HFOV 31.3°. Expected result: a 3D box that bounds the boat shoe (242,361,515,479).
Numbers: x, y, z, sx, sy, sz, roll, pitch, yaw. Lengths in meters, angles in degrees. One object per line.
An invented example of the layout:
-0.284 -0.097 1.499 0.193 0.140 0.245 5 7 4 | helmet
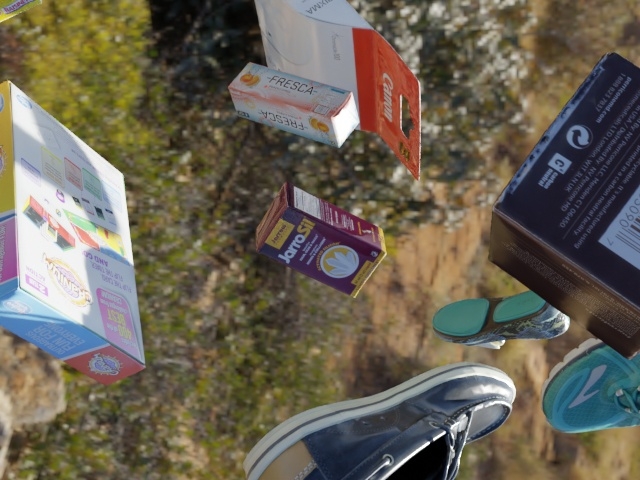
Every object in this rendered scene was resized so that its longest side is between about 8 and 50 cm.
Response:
0.115 0.288 1.547 0.500 0.156 0.187 -8 140 -48 | boat shoe

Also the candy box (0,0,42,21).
-0.381 -0.325 1.328 0.027 0.105 0.206 63 8 -51 | candy box

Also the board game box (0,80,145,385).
-0.325 -0.008 1.409 0.242 0.064 0.317 44 26 -49 | board game box

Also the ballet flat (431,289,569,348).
0.214 0.101 1.348 0.070 0.188 0.070 8 77 -38 | ballet flat

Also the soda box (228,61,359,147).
-0.038 -0.193 1.614 0.058 0.183 0.063 -52 147 -28 | soda box

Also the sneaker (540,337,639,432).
0.360 0.147 1.163 0.110 0.275 0.107 -73 146 -63 | sneaker

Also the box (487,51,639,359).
0.258 -0.021 0.979 0.168 0.167 0.203 -53 167 -6 | box

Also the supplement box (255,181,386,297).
0.000 0.000 1.856 0.188 0.104 0.081 25 27 -18 | supplement box

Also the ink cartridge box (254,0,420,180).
0.027 -0.290 1.992 0.091 0.385 0.308 -33 154 -13 | ink cartridge box
